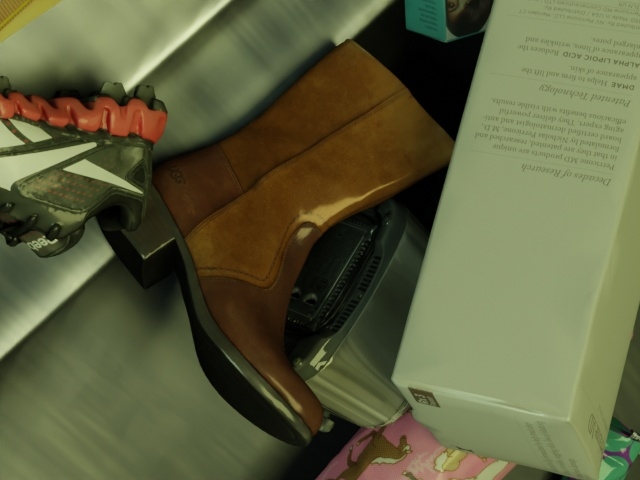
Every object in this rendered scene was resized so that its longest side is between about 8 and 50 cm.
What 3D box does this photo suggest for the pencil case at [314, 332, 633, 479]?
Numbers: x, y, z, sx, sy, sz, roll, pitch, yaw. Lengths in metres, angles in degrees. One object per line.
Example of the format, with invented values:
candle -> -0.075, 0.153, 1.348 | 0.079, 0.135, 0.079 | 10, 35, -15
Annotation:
pencil case -> 0.122, 0.175, 1.718 | 0.386, 0.160, 0.167 | -50, 130, -11

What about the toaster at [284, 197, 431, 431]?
toaster -> 0.035, 0.055, 1.632 | 0.146, 0.129, 0.227 | 41, 74, -42

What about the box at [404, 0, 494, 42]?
box -> 0.123, -0.303, 1.602 | 0.100, 0.060, 0.244 | -19, 117, -29

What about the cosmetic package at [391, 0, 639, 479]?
cosmetic package -> 0.194, -0.014, 1.557 | 0.217, 0.156, 0.385 | 51, 51, -66

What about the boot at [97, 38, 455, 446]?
boot -> 0.000, 0.000, 1.532 | 0.280, 0.264, 0.096 | -33, 159, -19

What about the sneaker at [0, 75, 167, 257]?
sneaker -> -0.239, -0.054, 1.397 | 0.276, 0.097, 0.135 | 1, 88, -37

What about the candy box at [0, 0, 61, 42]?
candy box -> -0.241, -0.303, 1.281 | 0.183, 0.087, 0.316 | -38, 139, -19

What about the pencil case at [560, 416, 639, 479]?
pencil case -> 0.282, 0.258, 1.924 | 0.070, 0.064, 0.152 | 24, 93, -14
